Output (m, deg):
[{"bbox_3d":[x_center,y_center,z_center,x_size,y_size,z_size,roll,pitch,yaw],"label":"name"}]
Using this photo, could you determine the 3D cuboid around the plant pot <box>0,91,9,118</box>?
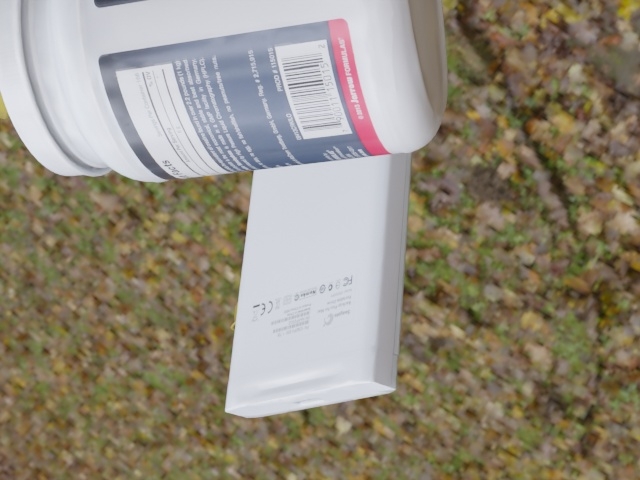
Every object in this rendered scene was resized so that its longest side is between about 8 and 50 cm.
[{"bbox_3d":[-0.291,-0.152,0.951,0.081,0.082,0.083,15,180,-22],"label":"plant pot"}]

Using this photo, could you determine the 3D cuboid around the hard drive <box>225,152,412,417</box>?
[{"bbox_3d":[0.000,0.000,1.041,0.040,0.308,0.203,23,152,-36],"label":"hard drive"}]

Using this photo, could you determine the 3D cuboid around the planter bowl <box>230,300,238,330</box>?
[{"bbox_3d":[-0.043,0.055,1.658,0.217,0.217,0.090,-36,70,57],"label":"planter bowl"}]

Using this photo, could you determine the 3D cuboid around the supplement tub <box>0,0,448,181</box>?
[{"bbox_3d":[-0.061,-0.141,0.764,0.272,0.191,0.191,-5,133,15],"label":"supplement tub"}]
